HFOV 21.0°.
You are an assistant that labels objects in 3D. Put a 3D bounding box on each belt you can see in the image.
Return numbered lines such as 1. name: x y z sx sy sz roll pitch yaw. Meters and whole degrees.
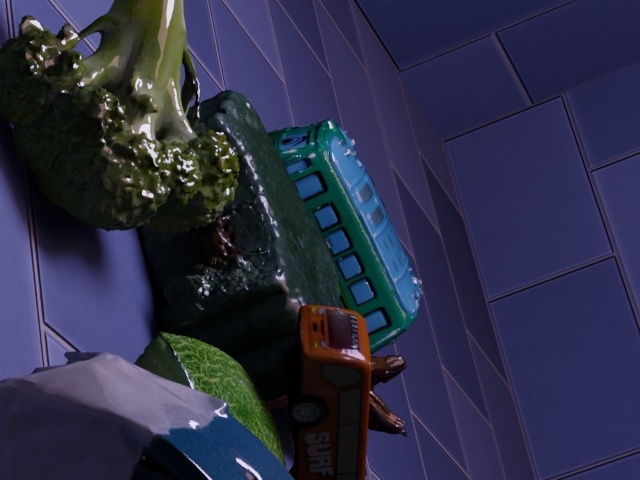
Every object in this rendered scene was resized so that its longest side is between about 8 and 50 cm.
1. belt: -0.128 0.292 1.170 0.173 0.300 0.436 -27 95 -77

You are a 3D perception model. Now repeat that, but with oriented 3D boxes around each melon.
1. melon: -0.098 0.225 1.792 0.323 0.124 0.196 38 40 -63

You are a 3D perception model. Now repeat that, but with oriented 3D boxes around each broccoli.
1. broccoli: -0.227 -0.144 1.770 0.254 0.186 0.302 -13 80 -36

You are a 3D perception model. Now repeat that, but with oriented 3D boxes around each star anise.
1. star anise: -0.007 0.191 2.228 0.272 0.102 0.272 19 50 -25

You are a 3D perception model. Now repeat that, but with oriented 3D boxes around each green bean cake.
1. green bean cake: -0.107 0.010 2.001 0.300 0.169 0.308 -81 146 -69

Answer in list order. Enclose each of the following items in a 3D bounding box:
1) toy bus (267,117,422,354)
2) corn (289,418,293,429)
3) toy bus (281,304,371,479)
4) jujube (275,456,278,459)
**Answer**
1. toy bus: 0.000 0.000 2.378 0.343 0.199 0.183 64 15 -14
2. corn: -0.011 0.254 2.284 0.092 0.037 0.037 58 17 -47
3. toy bus: 0.003 0.243 1.915 0.093 0.092 0.409 -95 -174 -49
4. jujube: -0.139 0.233 1.508 0.255 0.190 0.190 42 25 -27
